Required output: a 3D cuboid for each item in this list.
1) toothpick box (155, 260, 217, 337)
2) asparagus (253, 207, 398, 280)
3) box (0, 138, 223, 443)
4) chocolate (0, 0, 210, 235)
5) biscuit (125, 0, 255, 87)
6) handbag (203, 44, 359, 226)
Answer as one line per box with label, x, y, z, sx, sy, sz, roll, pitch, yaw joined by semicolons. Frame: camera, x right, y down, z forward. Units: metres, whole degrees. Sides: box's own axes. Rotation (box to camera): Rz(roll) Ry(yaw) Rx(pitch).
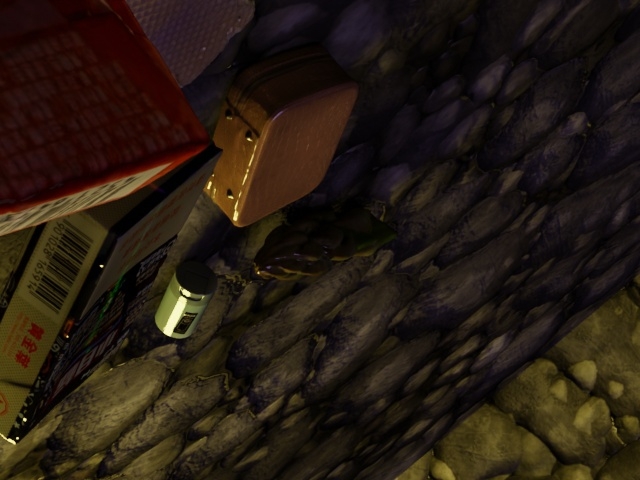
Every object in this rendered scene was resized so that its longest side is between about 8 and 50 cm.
toothpick box;-0.155;0.068;1.992;0.052;0.052;0.083;-23;153;-40
asparagus;0.000;0.000;2.096;0.287;0.080;0.080;-24;154;-55
box;-0.227;0.034;1.685;0.198;0.084;0.310;-46;170;-52
chocolate;-0.239;-0.118;1.266;0.237;0.234;0.108;-22;165;-42
biscuit;-0.138;-0.211;1.473;0.108;0.062;0.239;-45;160;4
handbag;-0.040;-0.113;1.814;0.151;0.072;0.193;-27;152;-32
